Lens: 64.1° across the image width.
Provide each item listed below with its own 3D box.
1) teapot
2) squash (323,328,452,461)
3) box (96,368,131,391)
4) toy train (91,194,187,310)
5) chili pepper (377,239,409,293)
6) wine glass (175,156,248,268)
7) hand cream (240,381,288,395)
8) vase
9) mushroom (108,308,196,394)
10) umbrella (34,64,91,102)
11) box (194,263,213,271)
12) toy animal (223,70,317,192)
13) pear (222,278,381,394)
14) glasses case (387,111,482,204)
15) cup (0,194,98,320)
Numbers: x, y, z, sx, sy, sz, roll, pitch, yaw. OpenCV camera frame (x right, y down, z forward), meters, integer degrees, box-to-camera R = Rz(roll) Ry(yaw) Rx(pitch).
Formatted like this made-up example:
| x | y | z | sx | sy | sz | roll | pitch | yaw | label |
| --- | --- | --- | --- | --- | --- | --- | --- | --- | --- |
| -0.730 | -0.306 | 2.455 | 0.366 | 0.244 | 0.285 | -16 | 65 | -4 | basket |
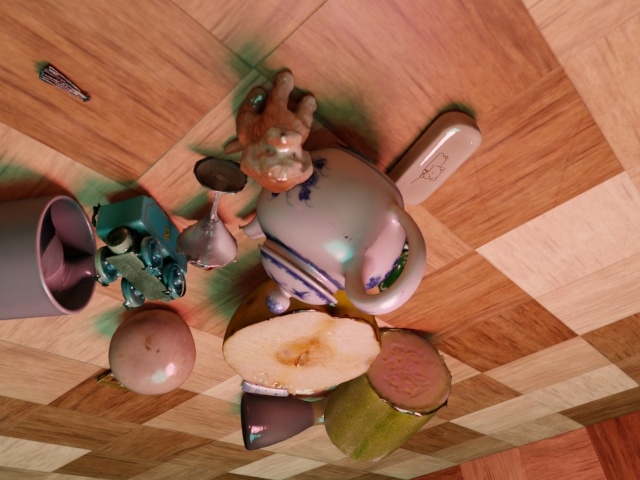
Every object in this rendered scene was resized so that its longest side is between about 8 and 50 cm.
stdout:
| x | y | z | sx | sy | sz | roll | pitch | yaw | label |
| --- | --- | --- | --- | --- | --- | --- | --- | --- | --- |
| 0.000 | 0.000 | 0.838 | 0.252 | 0.424 | 0.280 | 41 | 80 | -40 | teapot |
| 0.183 | 0.445 | 1.461 | 0.263 | 0.263 | 0.384 | 5 | 140 | -15 | squash |
| -0.566 | 0.407 | 1.487 | 0.090 | 0.023 | 0.133 | -34 | 134 | 28 | box |
| -0.318 | 0.022 | 0.922 | 0.112 | 0.163 | 0.203 | -12 | 144 | 5 | toy train |
| 0.148 | 0.072 | 1.132 | 0.108 | 0.062 | 0.216 | -42 | 151 | -19 | chili pepper |
| -0.185 | -0.050 | 0.902 | 0.122 | 0.122 | 0.183 | 8 | 134 | -18 | wine glass |
| -0.161 | 0.463 | 1.607 | 0.171 | 0.043 | 0.065 | 9 | 138 | -13 | hand cream |
| -0.094 | 0.576 | 1.676 | 0.321 | 0.173 | 0.173 | -2 | 142 | -17 | vase |
| -0.392 | 0.263 | 1.226 | 0.204 | 0.204 | 0.204 | -4 | 142 | -3 | mushroom |
| -0.366 | -0.222 | 0.726 | 0.031 | 0.020 | 0.083 | -32 | 141 | 29 | umbrella |
| -0.228 | 0.030 | 1.060 | 0.051 | 0.023 | 0.082 | 29 | 130 | -36 | box |
| -0.085 | -0.126 | 0.755 | 0.184 | 0.185 | 0.104 | -34 | 136 | 31 | toy animal |
| -0.039 | 0.178 | 1.143 | 0.340 | 0.191 | 0.386 | 16 | 137 | -20 | pear |
| 0.194 | -0.138 | 0.891 | 0.083 | 0.050 | 0.196 | 16 | 137 | -24 | glasses case |
| -0.573 | 0.038 | 0.872 | 0.312 | 0.205 | 0.205 | -6 | 142 | 0 | cup |
